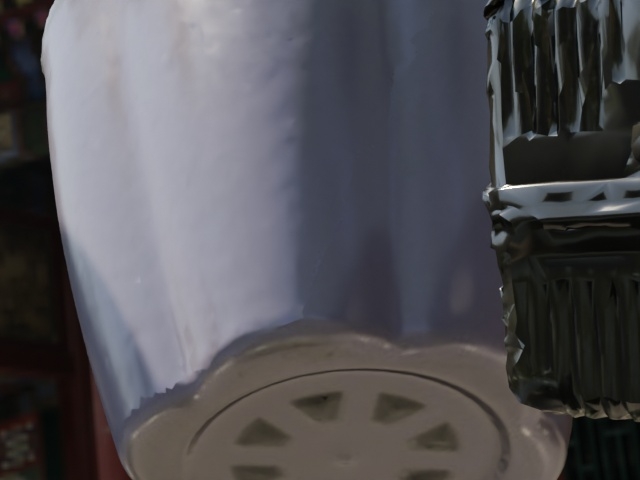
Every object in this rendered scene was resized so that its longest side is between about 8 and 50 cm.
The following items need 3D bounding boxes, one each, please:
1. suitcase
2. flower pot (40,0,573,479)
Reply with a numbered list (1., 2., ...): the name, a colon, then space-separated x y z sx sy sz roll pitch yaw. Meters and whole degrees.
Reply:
1. suitcase: 0.235 -0.022 0.578 0.230 0.152 0.335 -3 4 40
2. flower pot: 0.000 0.000 0.744 0.265 0.243 0.265 -1 -43 -1
